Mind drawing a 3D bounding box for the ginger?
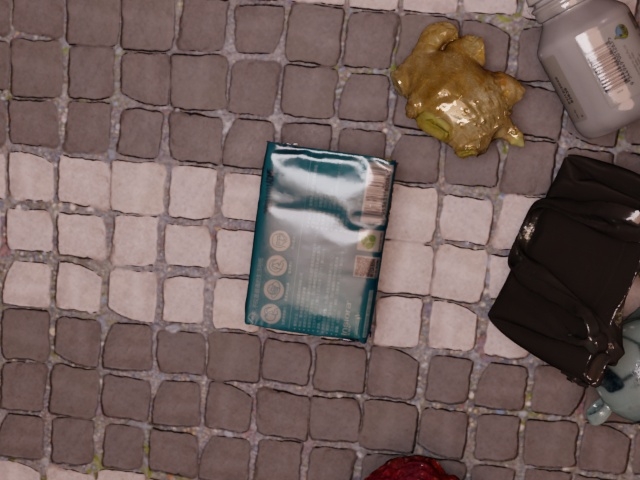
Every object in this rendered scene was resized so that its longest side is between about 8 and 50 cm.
[{"bbox_3d":[0.202,-0.200,1.264,0.216,0.102,0.157,41,72,3],"label":"ginger"}]

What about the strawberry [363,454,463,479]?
[{"bbox_3d":[0.128,0.438,1.310,0.274,0.220,0.274,-6,133,-6],"label":"strawberry"}]

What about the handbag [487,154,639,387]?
[{"bbox_3d":[0.356,0.034,1.209,0.113,0.257,0.285,22,98,-17],"label":"handbag"}]

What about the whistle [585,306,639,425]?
[{"bbox_3d":[0.484,0.158,1.263,0.163,0.163,0.290,43,99,-2],"label":"whistle"}]

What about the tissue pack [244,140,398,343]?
[{"bbox_3d":[0.000,0.000,1.289,0.192,0.134,0.271,10,98,4],"label":"tissue pack"}]

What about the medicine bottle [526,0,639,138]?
[{"bbox_3d":[0.372,-0.260,1.224,0.135,0.135,0.215,-28,95,8],"label":"medicine bottle"}]

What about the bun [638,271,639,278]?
[{"bbox_3d":[0.519,-0.036,1.185,0.152,0.259,0.259,5,98,4],"label":"bun"}]
